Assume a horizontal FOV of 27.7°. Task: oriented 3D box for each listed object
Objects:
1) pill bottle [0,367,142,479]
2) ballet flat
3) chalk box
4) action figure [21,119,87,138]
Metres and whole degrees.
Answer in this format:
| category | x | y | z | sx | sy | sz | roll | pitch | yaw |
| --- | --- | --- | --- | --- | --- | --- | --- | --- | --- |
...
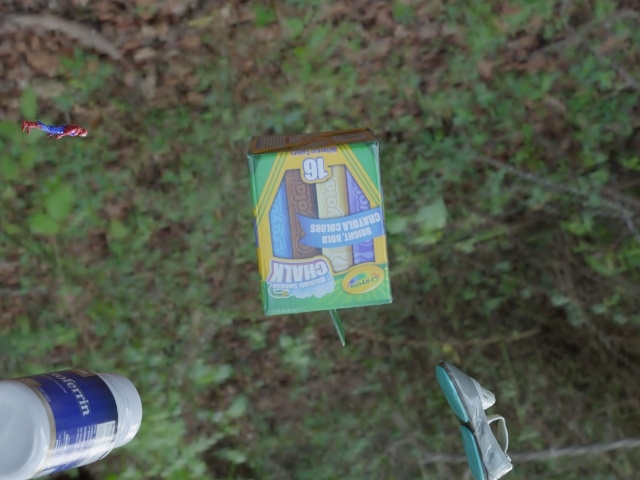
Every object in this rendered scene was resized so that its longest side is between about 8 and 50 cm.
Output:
| category | x | y | z | sx | sy | sz | roll | pitch | yaw |
| --- | --- | --- | --- | --- | --- | --- | --- | --- | --- |
| pill bottle | -0.402 | 0.278 | 2.004 | 0.153 | 0.153 | 0.265 | -25 | 169 | 26 |
| ballet flat | 0.224 | 0.250 | 1.857 | 0.068 | 0.213 | 0.072 | -26 | -158 | -13 |
| chalk box | 0.000 | 0.000 | 1.808 | 0.179 | 0.289 | 0.180 | -5 | -169 | -1 |
| action figure | -0.455 | -0.190 | 2.237 | 0.115 | 0.030 | 0.038 | -1 | -167 | -35 |
